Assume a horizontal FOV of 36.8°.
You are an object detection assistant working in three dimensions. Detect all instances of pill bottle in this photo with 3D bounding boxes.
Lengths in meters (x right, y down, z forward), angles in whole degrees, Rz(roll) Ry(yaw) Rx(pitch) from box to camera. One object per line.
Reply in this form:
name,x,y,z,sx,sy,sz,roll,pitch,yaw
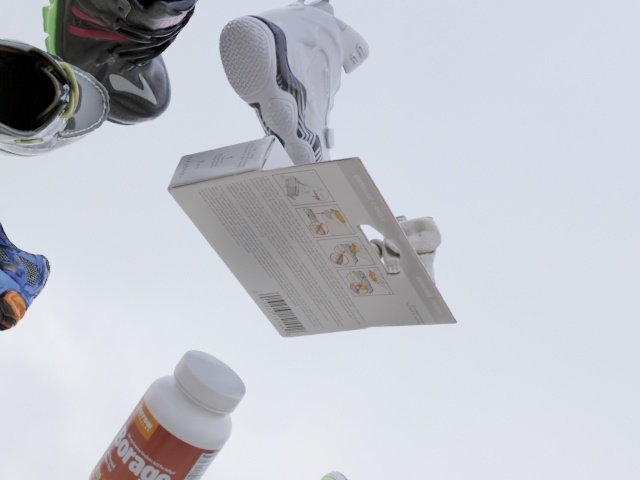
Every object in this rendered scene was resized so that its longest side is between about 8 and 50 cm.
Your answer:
pill bottle,-0.188,0.249,1.207,0.121,0.121,0.216,36,-78,9

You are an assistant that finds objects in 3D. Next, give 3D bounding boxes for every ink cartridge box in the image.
ink cartridge box,0.000,0.000,1.165,0.261,0.066,0.296,-8,-45,29

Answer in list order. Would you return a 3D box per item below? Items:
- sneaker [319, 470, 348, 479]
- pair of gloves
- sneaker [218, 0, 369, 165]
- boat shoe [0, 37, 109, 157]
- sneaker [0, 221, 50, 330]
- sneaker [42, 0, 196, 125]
sneaker,0.016,0.393,1.260,0.111,0.121,0.300,62,-9,-6
pair of gloves,0.070,0.021,1.508,0.240,0.204,0.042,-7,-57,15
sneaker,-0.009,-0.210,1.513,0.137,0.210,0.366,12,-48,46
boat shoe,-0.295,-0.139,0.941,0.091,0.305,0.109,-2,-88,23
sneaker,-0.367,0.005,0.971,0.221,0.087,0.083,35,-47,10
sneaker,-0.275,-0.323,1.367,0.202,0.185,0.483,26,-30,16
